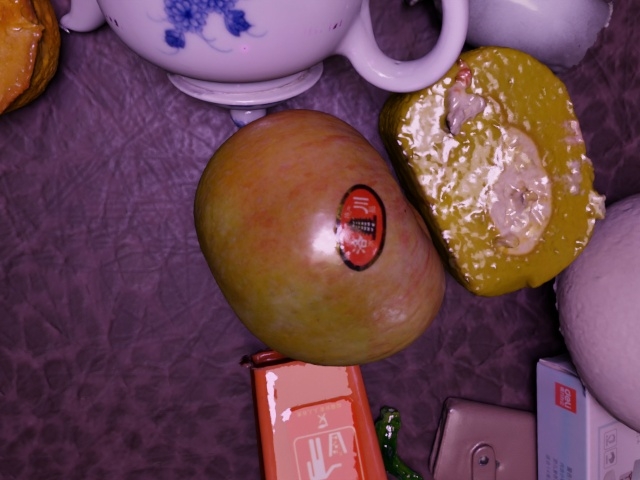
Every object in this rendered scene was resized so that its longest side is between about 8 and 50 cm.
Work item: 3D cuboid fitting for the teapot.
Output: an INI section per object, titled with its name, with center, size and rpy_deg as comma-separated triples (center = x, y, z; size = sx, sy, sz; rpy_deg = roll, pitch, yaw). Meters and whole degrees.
[teapot]
center = -0.075, -0.227, 0.526
size = 0.423, 0.252, 0.280
rpy_deg = 12, 134, 12

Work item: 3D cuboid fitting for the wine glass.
[wine glass]
center = 0.196, -0.258, 0.601
size = 0.204, 0.111, 0.111
rpy_deg = 26, 95, -7

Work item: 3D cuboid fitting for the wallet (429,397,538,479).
[wallet]
center = 0.223, 0.271, 0.726
size = 0.152, 0.039, 0.118
rpy_deg = 10, 96, -9

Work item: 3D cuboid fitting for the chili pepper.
[chili pepper]
center = 0.090, 0.270, 0.713
size = 0.055, 0.035, 0.118
rpy_deg = -18, 97, 14

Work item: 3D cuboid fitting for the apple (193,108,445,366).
[apple]
center = 0.000, 0.000, 0.556
size = 0.193, 0.261, 0.261
rpy_deg = -31, 101, 10

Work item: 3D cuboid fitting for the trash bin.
[trash bin]
center = -0.008, 0.237, 0.639
size = 0.161, 0.184, 0.239
rpy_deg = -9, 86, -12

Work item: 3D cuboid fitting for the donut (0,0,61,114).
[donut]
center = -0.345, -0.212, 0.558
size = 0.190, 0.074, 0.174
rpy_deg = 45, 108, -3

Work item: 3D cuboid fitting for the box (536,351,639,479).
[box]
center = 0.343, 0.267, 0.699
size = 0.134, 0.079, 0.270
rpy_deg = -8, 100, -25

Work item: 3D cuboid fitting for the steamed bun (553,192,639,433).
[steamed bun]
center = 0.403, 0.073, 0.594
size = 0.282, 0.177, 0.283
rpy_deg = 7, 68, -18

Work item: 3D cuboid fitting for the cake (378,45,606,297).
[cake]
center = 0.186, -0.074, 0.614
size = 0.179, 0.156, 0.261
rpy_deg = -27, 102, 5
